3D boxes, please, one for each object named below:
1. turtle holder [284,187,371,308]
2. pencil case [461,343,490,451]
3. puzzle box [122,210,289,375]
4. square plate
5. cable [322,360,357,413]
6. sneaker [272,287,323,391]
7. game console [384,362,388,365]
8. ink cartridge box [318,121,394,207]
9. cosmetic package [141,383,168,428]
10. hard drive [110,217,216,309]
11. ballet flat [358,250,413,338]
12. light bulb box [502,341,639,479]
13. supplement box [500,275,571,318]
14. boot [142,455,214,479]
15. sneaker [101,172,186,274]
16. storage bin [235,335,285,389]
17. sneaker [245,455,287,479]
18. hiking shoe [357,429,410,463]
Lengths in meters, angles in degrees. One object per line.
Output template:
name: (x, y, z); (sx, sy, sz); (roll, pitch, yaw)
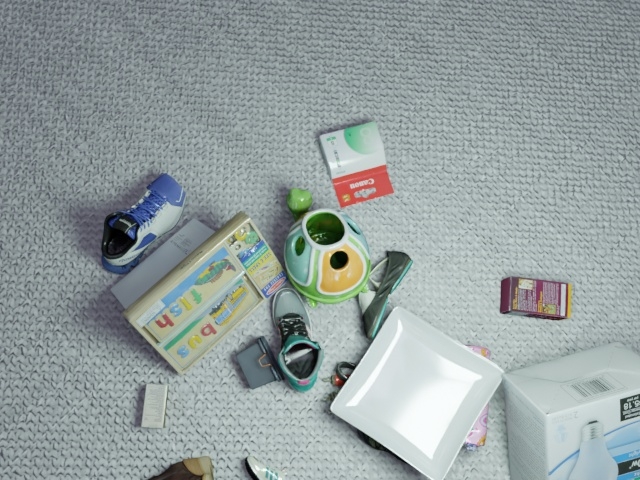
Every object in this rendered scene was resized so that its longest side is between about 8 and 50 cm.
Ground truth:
turtle holder: (0.019, 0.005, 1.902); (0.243, 0.227, 0.320); (0, 55, 5)
pencil case: (0.406, 0.433, 1.912); (0.124, 0.124, 0.284); (8, 78, -4)
puzzle box: (-0.293, 0.147, 1.844); (0.409, 0.272, 0.052); (-42, 44, -13)
square plate: (0.259, 0.403, 1.841); (0.344, 0.049, 0.347); (31, 75, 15)
cable: (0.145, 0.413, 1.937); (0.287, 0.072, 0.140); (2, 59, -18)
sneaker: (-0.068, 0.264, 1.869); (0.123, 0.178, 0.296); (-12, 78, -9)
game console: (0.188, 0.381, 1.922); (0.122, 0.107, 0.071); (42, 110, 15)
ink cartridge box: (0.111, -0.230, 2.071); (0.180, 0.056, 0.225); (-16, 77, -9)
cosmetic package: (-0.446, 0.446, 1.856); (0.060, 0.041, 0.115); (7, 76, -5)
hard drive: (-0.421, 0.070, 1.875); (0.307, 0.203, 0.040); (-43, 121, -13)
ballet flat: (0.168, 0.148, 1.975); (0.096, 0.095, 0.281); (26, 65, 10)
light bulb box: (0.695, 0.506, 1.799); (0.357, 0.225, 0.361); (-13, 110, -9)
supplement box: (0.630, 0.171, 2.018); (0.188, 0.081, 0.104); (7, 77, -5)
boot: (-0.366, 0.642, 1.723); (0.206, 0.248, 0.090); (-20, 103, -8)
sneaker: (-0.493, -0.050, 1.895); (0.127, 0.182, 0.316); (35, 76, 1)
storage bin: (-0.170, 0.343, 1.889); (0.091, 0.098, 0.135); (-28, 81, -1)
sneaker: (-0.134, 0.632, 1.847); (0.075, 0.057, 0.161); (-37, 82, -30)
hiking shoe: (0.210, 0.548, 1.866); (0.226, 0.114, 0.086); (24, 75, 0)
